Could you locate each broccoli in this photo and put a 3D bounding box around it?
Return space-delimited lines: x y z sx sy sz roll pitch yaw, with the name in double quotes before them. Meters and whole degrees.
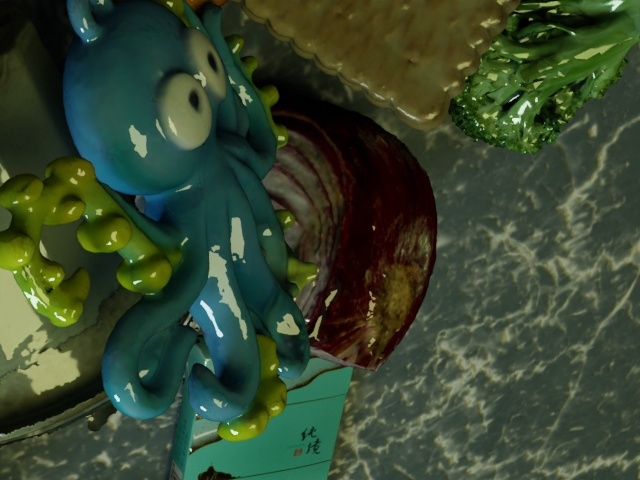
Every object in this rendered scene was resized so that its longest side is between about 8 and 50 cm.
"broccoli" 0.189 -0.201 1.446 0.269 0.242 0.261 -43 128 -44

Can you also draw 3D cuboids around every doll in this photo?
"doll" -0.088 -0.038 1.247 0.099 0.346 0.341 -16 122 31

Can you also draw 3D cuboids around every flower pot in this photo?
"flower pot" -0.246 -0.022 1.297 0.290 0.290 0.259 -26 119 -13

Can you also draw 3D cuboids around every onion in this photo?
"onion" 0.003 -0.005 1.487 0.206 0.216 0.207 22 92 -55

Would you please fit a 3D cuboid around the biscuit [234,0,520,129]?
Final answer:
"biscuit" 0.084 -0.265 1.336 0.217 0.044 0.325 33 85 -1

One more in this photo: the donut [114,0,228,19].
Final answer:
"donut" -0.108 -0.240 1.342 0.152 0.058 0.152 -17 129 -22

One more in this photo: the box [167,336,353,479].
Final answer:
"box" -0.060 0.184 1.694 0.162 0.041 0.229 -6 125 -28
